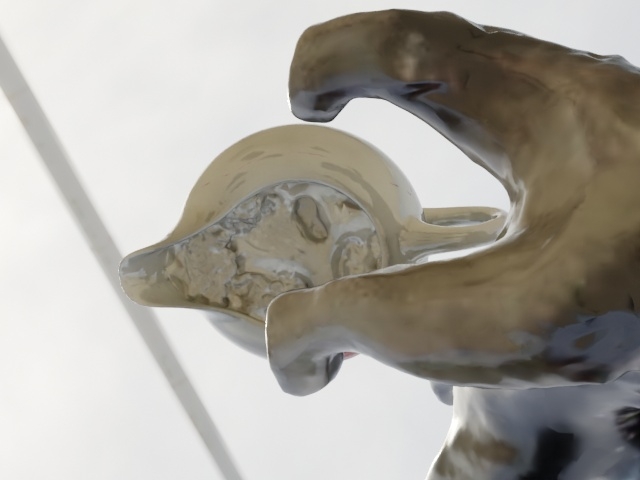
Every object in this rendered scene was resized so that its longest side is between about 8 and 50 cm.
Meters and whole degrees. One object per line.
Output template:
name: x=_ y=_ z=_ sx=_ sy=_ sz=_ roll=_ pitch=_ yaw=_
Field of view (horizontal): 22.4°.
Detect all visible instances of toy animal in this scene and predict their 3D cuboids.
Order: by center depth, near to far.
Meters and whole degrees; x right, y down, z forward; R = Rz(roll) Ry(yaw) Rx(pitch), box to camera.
toy animal: x=0.156 y=0.052 z=0.782 sx=0.302 sy=0.344 sz=0.194 roll=-2 pitch=-122 yaw=22

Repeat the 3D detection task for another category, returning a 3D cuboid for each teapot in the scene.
teapot: x=0.000 y=0.000 z=0.947 sx=0.226 sy=0.145 sz=0.092 roll=-9 pitch=-164 yaw=9
